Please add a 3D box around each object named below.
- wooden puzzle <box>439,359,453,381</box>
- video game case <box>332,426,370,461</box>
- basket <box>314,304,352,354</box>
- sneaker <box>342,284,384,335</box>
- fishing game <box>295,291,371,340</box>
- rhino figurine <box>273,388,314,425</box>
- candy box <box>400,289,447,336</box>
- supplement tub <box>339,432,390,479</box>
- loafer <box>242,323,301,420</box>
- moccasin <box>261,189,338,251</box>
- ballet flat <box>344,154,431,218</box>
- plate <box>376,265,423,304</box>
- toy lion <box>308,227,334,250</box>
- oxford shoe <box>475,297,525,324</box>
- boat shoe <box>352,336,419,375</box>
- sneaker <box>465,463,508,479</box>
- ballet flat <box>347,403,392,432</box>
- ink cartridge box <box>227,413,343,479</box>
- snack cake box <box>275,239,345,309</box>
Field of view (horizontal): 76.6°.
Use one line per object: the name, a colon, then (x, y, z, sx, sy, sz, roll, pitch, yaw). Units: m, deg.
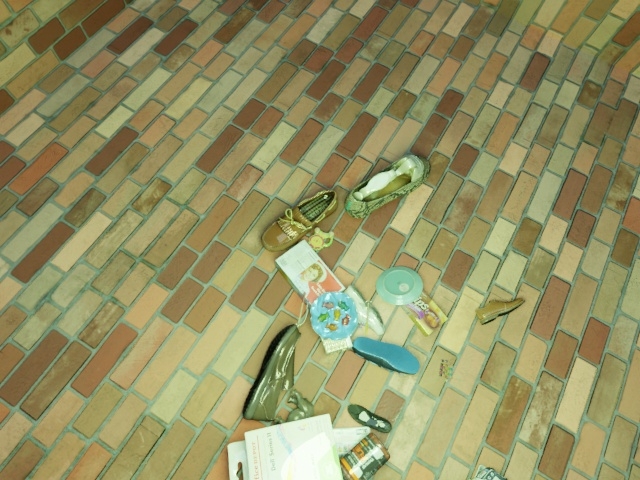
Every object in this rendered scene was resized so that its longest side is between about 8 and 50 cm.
wooden puzzle: (0.486, 0.503, 1.566, 0.049, 0.006, 0.083, 13, 68, 2)
video game case: (0.104, 0.744, 1.444, 0.157, 0.019, 0.143, -1, 69, -5)
basket: (0.046, 0.347, 1.549, 0.103, 0.113, 0.167, -17, 70, -6)
sneaker: (0.156, 0.291, 1.602, 0.115, 0.090, 0.232, -41, 87, 15)
fishing game: (0.049, 0.276, 1.495, 0.264, 0.041, 0.189, 10, 68, 7)
rhino figurine: (-0.113, 0.663, 1.435, 0.106, 0.073, 0.243, 29, 71, 11)
candy box: (0.405, 0.276, 1.628, 0.109, 0.053, 0.187, -34, 75, -15)
supplement tub: (0.134, 0.757, 1.373, 0.198, 0.106, 0.106, -36, 74, -16)
loafer: (-0.154, 0.487, 1.487, 0.130, 0.134, 0.366, 29, 77, -11)
moccasin: (-0.082, -0.086, 1.693, 0.380, 0.147, 0.139, -30, 73, -14)
ballet flat: (0.315, -0.264, 1.768, 0.483, 0.182, 0.164, -32, 73, -15)
plate: (0.318, 0.176, 1.641, 0.188, 0.024, 0.188, -7, 48, 8)
toy lion: (0.000, 0.000, 1.729, 0.100, 0.034, 0.096, 15, 75, 2)
oxford shoe: (0.729, 0.267, 1.642, 0.212, 0.076, 0.076, -18, 60, -11)
boat shoe: (0.247, 0.435, 1.542, 0.258, 0.089, 0.109, 25, 56, 12)
sneaker: (0.510, 0.843, 1.382, 0.282, 0.099, 0.153, 13, 73, -5)
ballet flat: (0.176, 0.651, 1.477, 0.173, 0.049, 0.057, 24, 72, 13)
ink cartridge box: (-0.123, 0.706, 1.296, 0.353, 0.119, 0.207, -10, 57, -7)
snack cake box: (-0.044, 0.147, 1.635, 0.152, 0.089, 0.264, -35, 75, -17)
